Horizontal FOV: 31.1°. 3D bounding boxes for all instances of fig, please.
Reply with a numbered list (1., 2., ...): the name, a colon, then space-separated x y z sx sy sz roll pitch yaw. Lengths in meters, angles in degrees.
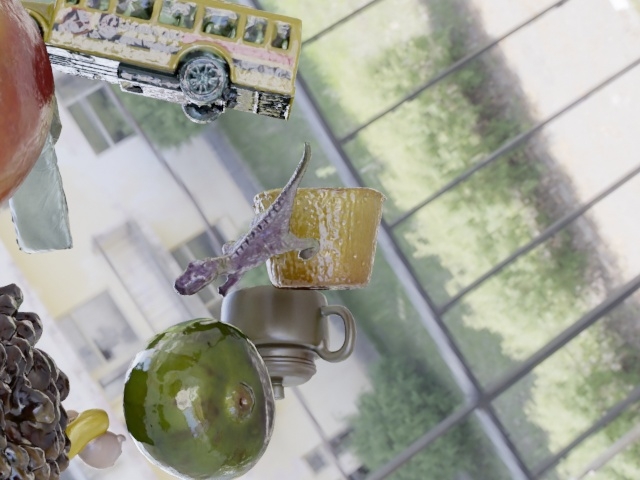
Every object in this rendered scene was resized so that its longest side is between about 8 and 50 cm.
1. fig: -0.168 0.201 1.438 0.225 0.203 0.203 -1 124 44

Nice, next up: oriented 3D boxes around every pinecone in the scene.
1. pinecone: -0.526 0.222 1.534 0.398 0.397 0.398 49 161 23

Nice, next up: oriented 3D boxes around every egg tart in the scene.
1. egg tart: 0.000 0.000 1.720 0.202 0.202 0.147 169 100 -71

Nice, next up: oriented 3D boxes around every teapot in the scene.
1. teapot: -0.064 0.178 1.925 0.185 0.267 0.175 29 -125 -60

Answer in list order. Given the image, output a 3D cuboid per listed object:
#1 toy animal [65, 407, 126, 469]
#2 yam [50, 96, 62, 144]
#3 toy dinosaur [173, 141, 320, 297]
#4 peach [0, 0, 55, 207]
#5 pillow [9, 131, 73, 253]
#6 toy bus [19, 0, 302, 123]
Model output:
1. toy animal: -0.355 0.292 1.756 0.114 0.091 0.082 26 179 -32
2. yam: -0.583 -0.215 2.043 0.161 0.268 0.161 6 103 28
3. toy dinosaur: -0.065 -0.012 1.455 0.072 0.251 0.200 61 -165 15
4. peach: -0.337 -0.101 0.905 0.238 0.281 0.281 17 151 11
5. pillow: -0.466 -0.088 1.857 0.128 0.051 0.229 -2 104 34
6. toy bus: -0.188 -0.212 1.256 0.335 0.123 0.121 12 173 -3
